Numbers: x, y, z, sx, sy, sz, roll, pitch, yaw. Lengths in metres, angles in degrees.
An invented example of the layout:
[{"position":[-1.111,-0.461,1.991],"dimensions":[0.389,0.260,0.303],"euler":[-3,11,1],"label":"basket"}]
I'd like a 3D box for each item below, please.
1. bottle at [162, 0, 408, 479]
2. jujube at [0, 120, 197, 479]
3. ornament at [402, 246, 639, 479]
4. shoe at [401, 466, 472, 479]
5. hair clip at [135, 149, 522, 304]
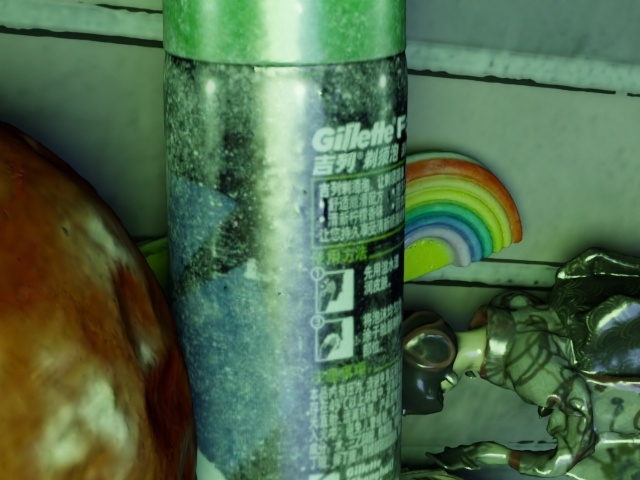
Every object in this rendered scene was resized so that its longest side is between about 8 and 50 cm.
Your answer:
[{"position":[-0.013,-0.006,0.602],"dimensions":[0.093,0.093,0.330],"euler":[-4,105,-17],"label":"bottle"},{"position":[-0.152,0.100,0.570],"dimensions":[0.223,0.223,0.318],"euler":[-10,126,-14],"label":"jujube"},{"position":[0.105,0.072,0.696],"dimensions":[0.196,0.166,0.153],"euler":[2,123,-5],"label":"ornament"},{"position":[0.027,0.142,0.726],"dimensions":[0.180,0.092,0.089],"euler":[0,98,18],"label":"shoe"},{"position":[0.000,0.000,0.675],"dimensions":[0.188,0.033,0.060],"euler":[-14,116,-12],"label":"hair clip"}]
